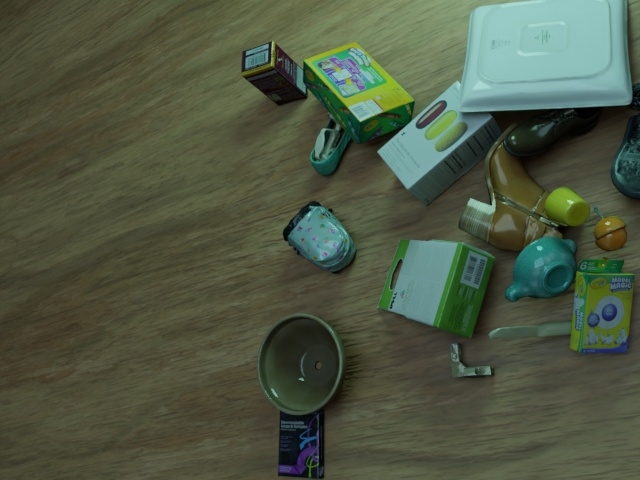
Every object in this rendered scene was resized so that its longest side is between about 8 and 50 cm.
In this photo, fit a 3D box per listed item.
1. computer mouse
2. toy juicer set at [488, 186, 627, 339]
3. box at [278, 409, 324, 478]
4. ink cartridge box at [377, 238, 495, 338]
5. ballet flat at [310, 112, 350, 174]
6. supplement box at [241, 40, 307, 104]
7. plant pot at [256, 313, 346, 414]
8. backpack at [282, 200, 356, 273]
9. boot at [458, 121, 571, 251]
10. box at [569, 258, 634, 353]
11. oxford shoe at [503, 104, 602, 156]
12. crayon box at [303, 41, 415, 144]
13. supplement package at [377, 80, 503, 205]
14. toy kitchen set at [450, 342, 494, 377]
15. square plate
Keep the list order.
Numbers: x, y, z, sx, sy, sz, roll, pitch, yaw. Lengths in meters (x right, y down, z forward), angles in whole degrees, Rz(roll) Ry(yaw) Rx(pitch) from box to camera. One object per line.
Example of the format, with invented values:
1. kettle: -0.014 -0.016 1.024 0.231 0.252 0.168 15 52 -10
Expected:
1. computer mouse: 0.683 -0.188 1.211 0.188 0.072 0.272 20 74 34
2. toy juicer set: 0.484 0.071 1.207 0.089 0.209 0.329 -119 50 -66
3. box: -0.048 0.492 1.460 0.116 0.029 0.162 -8 71 28
4. ink cartridge box: 0.255 0.099 1.367 0.255 0.097 0.189 8 79 66
5. ballet flat: 0.044 -0.294 1.592 0.083 0.087 0.247 24 89 33
6. supplement box: -0.125 -0.464 1.676 0.104 0.188 0.081 -8 72 28
7. plant pot: -0.029 0.302 1.454 0.237 0.110 0.237 -9 71 28
8. backpack: 0.000 0.000 1.520 0.152 0.115 0.182 -49 61 6
9. boot: 0.453 -0.106 1.298 0.220 0.109 0.283 22 77 25
10. box: 0.544 0.125 1.153 0.105 0.043 0.179 0 94 -12
11. oxford shoe: 0.492 -0.252 1.266 0.227 0.096 0.083 -27 71 -6
12. crayon box: 0.093 -0.387 1.546 0.165 0.081 0.278 -25 58 -19
13. supplement package: 0.284 -0.224 1.406 0.244 0.134 0.139 -42 60 14
14. toy kitchen set: 0.322 0.257 1.289 0.083 0.068 0.075 -10 71 27
15. square plate: 0.487 -0.425 1.308 0.344 0.049 0.347 2 57 21
